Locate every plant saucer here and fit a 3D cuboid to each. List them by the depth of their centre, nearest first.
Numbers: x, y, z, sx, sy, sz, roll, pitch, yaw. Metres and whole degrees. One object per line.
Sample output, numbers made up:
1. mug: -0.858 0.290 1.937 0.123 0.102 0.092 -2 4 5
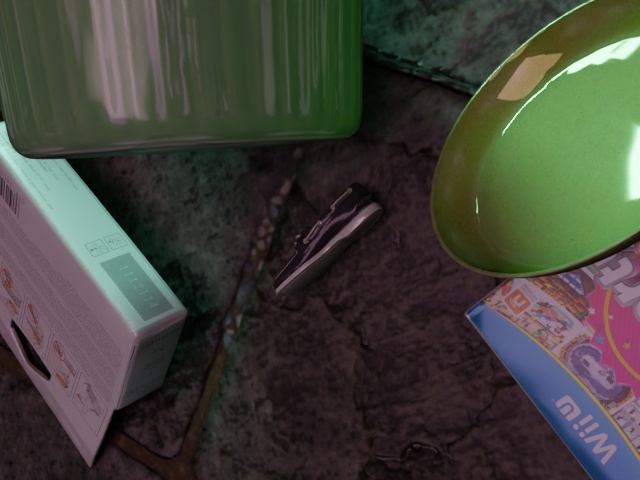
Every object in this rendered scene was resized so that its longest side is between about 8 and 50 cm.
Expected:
1. plant saucer: 0.179 -0.071 0.504 0.241 0.037 0.241 -38 32 30

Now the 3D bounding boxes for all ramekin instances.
1. ramekin: -0.107 -0.146 0.578 0.304 0.303 0.148 0 97 28

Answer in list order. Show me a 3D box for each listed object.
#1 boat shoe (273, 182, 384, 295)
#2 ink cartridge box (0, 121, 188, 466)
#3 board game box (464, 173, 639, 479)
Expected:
1. boat shoe: 0.000 0.000 0.657 0.125 0.046 0.038 -44 72 18
2. ink cartridge box: -0.280 0.059 0.795 0.296 0.066 0.261 47 136 19
3. board game box: 0.288 0.043 0.481 0.303 0.097 0.224 -43 71 21
